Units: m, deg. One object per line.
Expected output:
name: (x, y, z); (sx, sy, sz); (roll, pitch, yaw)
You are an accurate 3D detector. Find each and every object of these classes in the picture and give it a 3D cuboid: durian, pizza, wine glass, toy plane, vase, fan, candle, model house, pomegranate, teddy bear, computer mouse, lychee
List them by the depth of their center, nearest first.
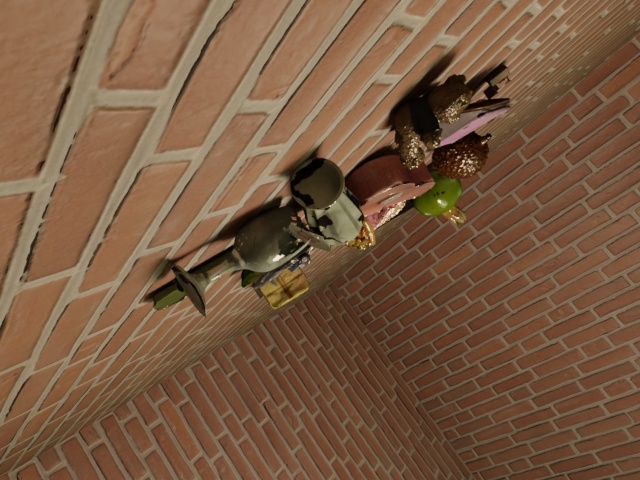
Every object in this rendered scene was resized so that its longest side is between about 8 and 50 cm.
teddy bear: (0.235, -0.274, 1.038); (0.130, 0.181, 0.251); (11, 147, -25)
wine glass: (-0.178, 0.035, 1.045); (0.321, 0.143, 0.143); (-34, 171, -23)
vase: (0.021, -0.088, 1.113); (0.165, 0.165, 0.360); (-36, 167, 0)
fan: (-0.013, -0.007, 1.159); (0.010, 0.182, 0.310); (-64, -157, -10)
model house: (0.502, -0.452, 1.291); (0.083, 0.057, 0.058); (-36, 176, 13)
computer mouse: (0.426, -0.357, 1.352); (0.159, 0.071, 0.310); (-20, 179, -19)
candle: (0.183, -0.164, 1.394); (0.317, 0.131, 0.287); (-11, 162, -46)
toy plane: (-0.105, 0.073, 1.440); (0.267, 0.088, 0.212); (-49, -164, 7)
lychee: (0.509, -0.311, 1.613); (0.200, 0.200, 0.238); (-27, 180, -43)
pizza: (0.092, -0.026, 1.658); (0.069, 0.227, 0.147); (-79, 172, -48)
durian: (0.216, -0.117, 1.708); (0.165, 0.132, 0.182); (-37, 171, -49)
pomegranate: (0.532, -0.182, 2.008); (0.236, 0.301, 0.236); (-35, -164, 12)

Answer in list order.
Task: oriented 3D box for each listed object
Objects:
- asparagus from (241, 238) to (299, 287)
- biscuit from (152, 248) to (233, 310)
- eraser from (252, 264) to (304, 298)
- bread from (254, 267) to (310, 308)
asparagus: (-0.158, 0.050, 1.376); (0.287, 0.080, 0.080); (-34, 172, 25)
biscuit: (-0.288, 0.081, 1.171); (0.323, 0.038, 0.099); (-31, 166, -21)
eraser: (-0.166, 0.144, 1.829); (0.210, 0.068, 0.124); (-32, 169, -25)
bread: (-0.146, 0.152, 1.633); (0.163, 0.167, 0.264); (-33, 171, -11)
